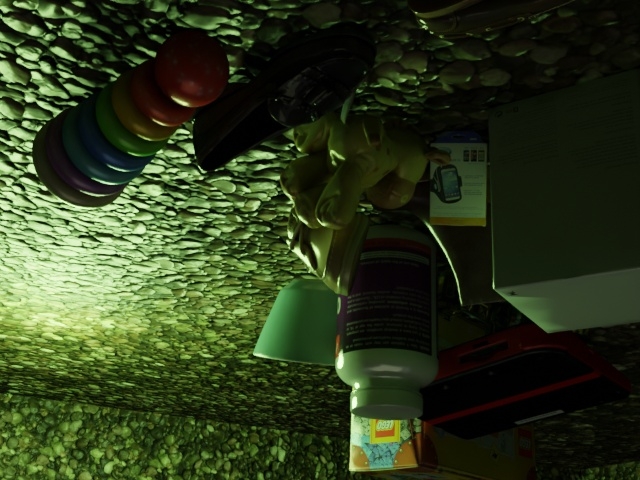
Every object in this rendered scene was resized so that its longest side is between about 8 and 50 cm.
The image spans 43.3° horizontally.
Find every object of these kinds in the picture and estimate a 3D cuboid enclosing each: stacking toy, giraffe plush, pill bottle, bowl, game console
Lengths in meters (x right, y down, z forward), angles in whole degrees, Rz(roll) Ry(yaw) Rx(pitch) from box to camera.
[{"bbox_3d":[-0.238,-0.160,1.033,0.141,0.141,0.330,22,146,-36],"label":"stacking toy"},{"bbox_3d":[0.071,-0.108,1.108,0.170,0.181,0.210,9,123,-37],"label":"giraffe plush"},{"bbox_3d":[0.118,0.146,1.434,0.182,0.323,0.181,3,156,1],"label":"pill bottle"},{"bbox_3d":[0.026,0.165,1.639,0.312,0.163,0.311,5,174,1],"label":"bowl"},{"bbox_3d":[0.346,0.277,1.536,0.387,0.060,0.342,-25,141,33],"label":"game console"}]

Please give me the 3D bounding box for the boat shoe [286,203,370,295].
[{"bbox_3d":[0.000,0.000,1.228,0.110,0.121,0.341,16,-174,-7],"label":"boat shoe"}]

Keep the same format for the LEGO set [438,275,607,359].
[{"bbox_3d":[0.371,0.179,1.577,0.331,0.192,0.255,-11,146,45],"label":"LEGO set"}]

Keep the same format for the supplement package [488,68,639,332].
[{"bbox_3d":[0.350,-0.040,1.051,0.199,0.262,0.198,-12,152,32],"label":"supplement package"}]

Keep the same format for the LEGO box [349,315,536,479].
[{"bbox_3d":[0.304,0.390,1.912,0.193,0.372,0.500,-17,149,39],"label":"LEGO box"}]

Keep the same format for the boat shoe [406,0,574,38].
[{"bbox_3d":[0.195,-0.256,0.823,0.207,0.073,0.073,-3,158,32],"label":"boat shoe"}]

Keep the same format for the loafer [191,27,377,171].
[{"bbox_3d":[-0.052,-0.166,1.023,0.302,0.095,0.109,-18,149,39],"label":"loafer"}]

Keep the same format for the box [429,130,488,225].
[{"bbox_3d":[0.198,-0.090,1.157,0.081,0.136,0.028,2,-169,14],"label":"box"}]

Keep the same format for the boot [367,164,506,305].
[{"bbox_3d":[0.199,-0.003,1.218,0.248,0.206,0.090,-7,177,15],"label":"boot"}]
